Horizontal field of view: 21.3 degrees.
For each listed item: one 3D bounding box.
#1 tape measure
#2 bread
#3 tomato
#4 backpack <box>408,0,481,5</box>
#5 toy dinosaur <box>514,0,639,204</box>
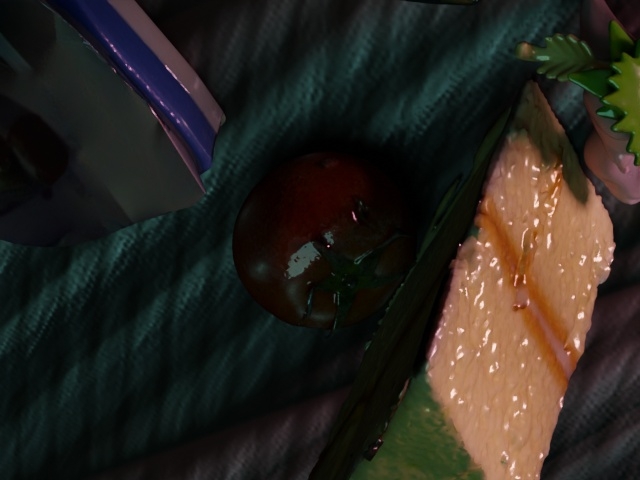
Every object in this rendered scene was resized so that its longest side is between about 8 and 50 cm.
[{"bbox_3d":[-0.250,-0.125,1.539,0.262,0.138,0.259,-25,117,29],"label":"tape measure"},{"bbox_3d":[0.060,0.110,1.543,0.405,0.345,0.242,-20,128,35],"label":"bread"},{"bbox_3d":[0.000,0.000,1.570,0.167,0.167,0.167,7,129,9],"label":"tomato"},{"bbox_3d":[0.082,-0.324,1.312,0.206,0.133,0.258,8,124,18],"label":"backpack"},{"bbox_3d":[0.270,-0.126,1.438,0.152,0.177,0.194,-38,104,-12],"label":"toy dinosaur"}]
